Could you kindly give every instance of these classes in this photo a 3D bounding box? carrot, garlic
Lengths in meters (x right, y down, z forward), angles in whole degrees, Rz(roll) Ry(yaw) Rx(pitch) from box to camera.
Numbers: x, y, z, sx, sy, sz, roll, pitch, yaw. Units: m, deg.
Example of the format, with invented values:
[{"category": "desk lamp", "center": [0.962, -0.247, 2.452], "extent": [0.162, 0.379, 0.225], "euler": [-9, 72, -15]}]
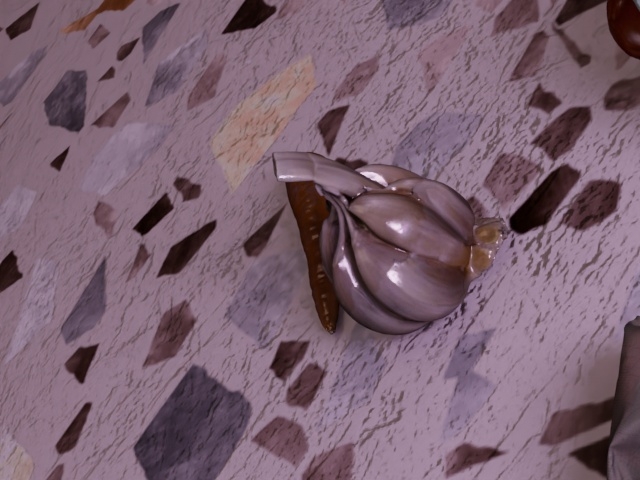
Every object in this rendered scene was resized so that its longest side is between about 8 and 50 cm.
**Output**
[{"category": "carrot", "center": [0.000, 0.000, 1.427], "extent": [0.048, 0.048, 0.216], "euler": [-34, 39, 22]}, {"category": "garlic", "center": [0.039, -0.005, 1.249], "extent": [0.127, 0.194, 0.131], "euler": [-58, 37, 1]}]

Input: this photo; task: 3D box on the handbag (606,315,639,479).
[{"category": "handbag", "center": [0.263, 0.088, 0.927], "extent": [0.270, 0.117, 0.182], "euler": [-21, 41, 44]}]

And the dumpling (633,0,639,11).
[{"category": "dumpling", "center": [0.369, -0.231, 1.065], "extent": [0.320, 0.211, 0.270], "euler": [-41, 33, 32]}]

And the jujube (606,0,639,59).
[{"category": "jujube", "center": [0.283, -0.211, 1.237], "extent": [0.176, 0.112, 0.109], "euler": [-58, -1, -12]}]
